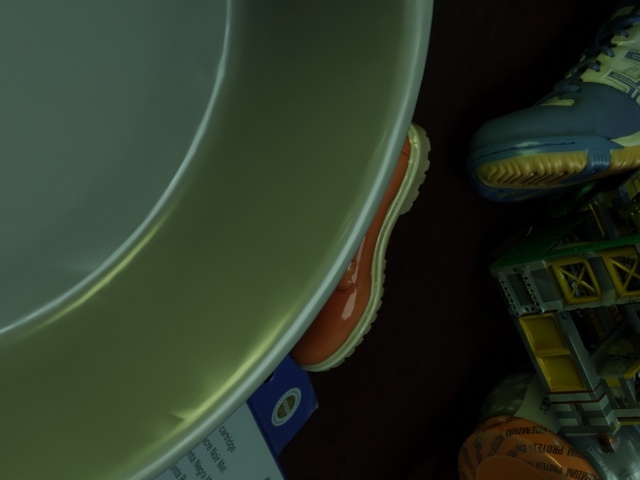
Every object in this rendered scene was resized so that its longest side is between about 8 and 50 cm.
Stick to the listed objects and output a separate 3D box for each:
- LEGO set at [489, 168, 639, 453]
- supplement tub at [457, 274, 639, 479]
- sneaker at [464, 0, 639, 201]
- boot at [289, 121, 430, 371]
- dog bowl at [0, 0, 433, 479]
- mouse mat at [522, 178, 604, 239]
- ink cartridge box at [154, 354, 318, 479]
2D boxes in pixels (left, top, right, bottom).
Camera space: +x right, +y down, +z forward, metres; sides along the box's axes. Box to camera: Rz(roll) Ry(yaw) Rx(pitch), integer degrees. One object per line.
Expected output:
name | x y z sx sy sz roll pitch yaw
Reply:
LEGO set | 0.315 0.040 0.778 0.331 0.255 0.192 -36 104 -47
supplement tub | 0.293 0.175 0.956 0.316 0.193 0.193 -31 140 -37
sneaker | 0.218 -0.113 0.701 0.296 0.112 0.131 -16 90 -29
boot | 0.000 0.000 0.528 0.084 0.059 0.158 6 104 -53
dog bowl | -0.094 -0.041 0.313 0.349 0.102 0.349 -34 142 -32
mouse mat | 0.242 -0.020 0.889 0.189 0.007 0.153 9 110 -57
ink cartridge box | -0.080 0.134 0.541 0.224 0.045 0.223 -44 147 -20
